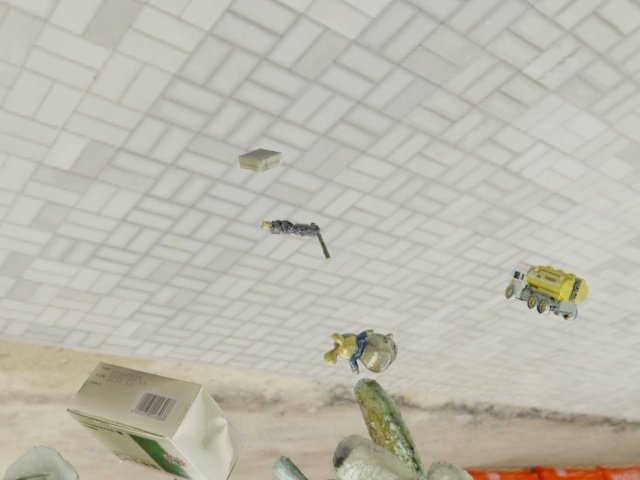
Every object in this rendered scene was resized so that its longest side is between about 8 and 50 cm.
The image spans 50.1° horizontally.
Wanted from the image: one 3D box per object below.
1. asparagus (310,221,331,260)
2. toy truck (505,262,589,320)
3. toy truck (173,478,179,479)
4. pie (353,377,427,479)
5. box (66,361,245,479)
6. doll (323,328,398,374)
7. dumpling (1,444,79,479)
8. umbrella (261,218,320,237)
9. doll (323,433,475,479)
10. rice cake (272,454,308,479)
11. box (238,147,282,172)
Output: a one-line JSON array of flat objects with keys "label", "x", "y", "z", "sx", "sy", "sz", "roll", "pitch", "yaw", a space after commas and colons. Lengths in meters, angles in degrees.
[{"label": "asparagus", "x": 0.000, "y": 0.000, "z": 1.836, "sx": 0.018, "sy": 0.127, "sz": 0.015, "roll": -21, "pitch": 148, "yaw": -5}, {"label": "toy truck", "x": 0.557, "y": 0.119, "z": 1.689, "sx": 0.098, "sy": 0.114, "sz": 0.227, "roll": 13, "pitch": -175, "yaw": -19}, {"label": "toy truck", "x": -0.338, "y": 0.529, "z": 1.629, "sx": 0.024, "sy": 0.083, "sz": 0.032, "roll": -5, "pitch": 152, "yaw": 9}, {"label": "pie", "x": 0.142, "y": 0.413, "z": 1.341, "sx": 0.070, "sy": 0.323, "sz": 0.323, "roll": -22, "pitch": 150, "yaw": -6}, {"label": "box", "x": -0.246, "y": 0.282, "z": 1.040, "sx": 0.212, "sy": 0.095, "sz": 0.168, "roll": 4, "pitch": 140, "yaw": 30}, {"label": "doll", "x": 0.089, "y": 0.215, "z": 1.331, "sx": 0.179, "sy": 0.089, "sz": 0.102, "roll": 2, "pitch": 116, "yaw": -42}, {"label": "dumpling", "x": -0.295, "y": 0.306, "z": 0.711, "sx": 0.127, "sy": 0.188, "sz": 0.108, "roll": -12, "pitch": 143, "yaw": 17}, {"label": "umbrella", "x": -0.071, "y": -0.029, "z": 1.629, "sx": 0.144, "sy": 0.037, "sz": 0.040, "roll": 6, "pitch": 179, "yaw": -26}, {"label": "doll", "x": 0.122, "y": 0.318, "z": 0.754, "sx": 0.278, "sy": 0.149, "sz": 0.175, "roll": 34, "pitch": 140, "yaw": 3}, {"label": "rice cake", "x": -0.006, "y": 0.469, "z": 1.231, "sx": 0.033, "sy": 0.207, "sz": 0.033, "roll": -56, "pitch": 161, "yaw": 16}, {"label": "box", "x": -0.151, "y": -0.202, "z": 1.717, "sx": 0.079, "sy": 0.083, "sz": 0.035, "roll": -29, "pitch": 125, "yaw": -44}]
